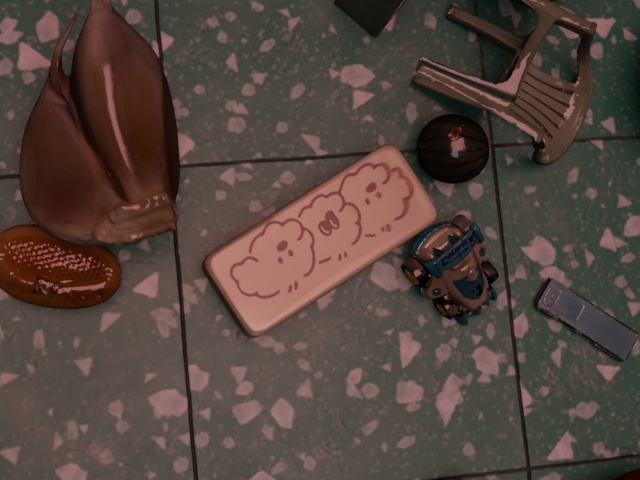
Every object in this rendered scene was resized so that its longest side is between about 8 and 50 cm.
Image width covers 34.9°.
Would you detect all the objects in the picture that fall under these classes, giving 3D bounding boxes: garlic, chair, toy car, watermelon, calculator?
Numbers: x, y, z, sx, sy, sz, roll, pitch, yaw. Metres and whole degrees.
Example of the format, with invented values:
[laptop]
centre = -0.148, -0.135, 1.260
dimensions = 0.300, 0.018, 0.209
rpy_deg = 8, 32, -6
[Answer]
[garlic]
centre = -0.316, -0.162, 1.383
dimensions = 0.231, 0.246, 0.340
rpy_deg = -13, 97, 2
[chair]
centre = 0.294, -0.253, 1.532
dimensions = 0.274, 0.190, 0.203
rpy_deg = 29, 81, 2
[toy car]
centre = 0.209, 0.053, 1.501
dimensions = 0.126, 0.098, 0.161
rpy_deg = -38, 107, -11
[watermelon]
centre = 0.211, -0.137, 1.525
dimensions = 0.133, 0.105, 0.105
rpy_deg = 0, 83, 14
[calculator]
centre = 0.411, 0.124, 1.579
dimensions = 0.172, 0.018, 0.057
rpy_deg = 31, 81, -5

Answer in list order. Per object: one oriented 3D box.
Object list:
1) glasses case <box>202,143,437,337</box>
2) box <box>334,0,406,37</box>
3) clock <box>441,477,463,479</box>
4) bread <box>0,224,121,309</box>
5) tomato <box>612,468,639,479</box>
[glasses case]
centre = 0.000, 0.000, 1.493
dimensions = 0.336, 0.076, 0.144
rpy_deg = -34, 90, -11
[box]
centre = 0.111, -0.399, 1.480
dimensions = 0.086, 0.225, 0.129
rpy_deg = 40, 80, -3
[clock]
centre = 0.161, 0.482, 1.463
dimensions = 0.227, 0.090, 0.248
rpy_deg = -15, 85, -11
[bread]
centre = -0.372, 0.041, 1.428
dimensions = 0.189, 0.077, 0.114
rpy_deg = 15, 62, -7
[tomato]
centre = 0.481, 0.455, 1.450
dimensions = 0.255, 0.224, 0.256
rpy_deg = 1, 81, -6
